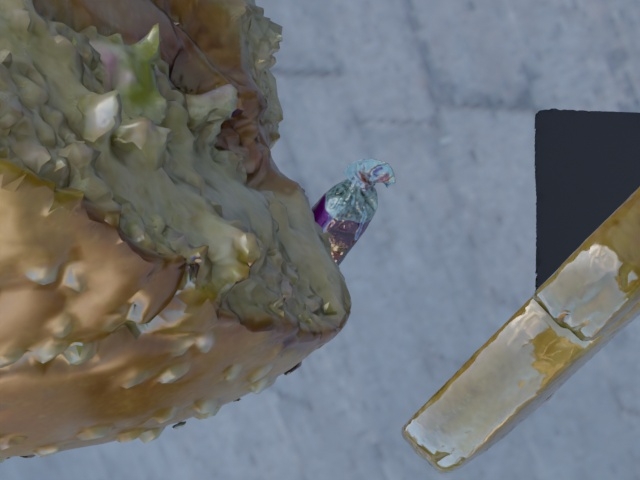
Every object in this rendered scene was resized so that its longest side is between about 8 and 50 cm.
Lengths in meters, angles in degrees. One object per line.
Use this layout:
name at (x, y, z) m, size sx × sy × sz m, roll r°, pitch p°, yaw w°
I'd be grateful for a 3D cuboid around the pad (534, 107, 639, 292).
pad at (0.279, -0.020, 1.256) m, size 0.009 × 0.265 × 0.160 m, roll 84°, pitch -171°, yaw -59°

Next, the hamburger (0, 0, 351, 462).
hamburger at (-0.190, -0.035, 0.805) m, size 0.445 × 0.287 × 0.268 m, roll 27°, pitch -143°, yaw -55°

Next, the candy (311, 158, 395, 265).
candy at (0.000, 0.000, 1.303) m, size 0.175 × 0.045 × 0.043 m, roll -52°, pitch 40°, yaw 41°

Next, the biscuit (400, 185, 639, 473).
biscuit at (0.113, 0.008, 0.673) m, size 0.035 × 0.184 × 0.249 m, roll 45°, pitch 121°, yaw 6°
